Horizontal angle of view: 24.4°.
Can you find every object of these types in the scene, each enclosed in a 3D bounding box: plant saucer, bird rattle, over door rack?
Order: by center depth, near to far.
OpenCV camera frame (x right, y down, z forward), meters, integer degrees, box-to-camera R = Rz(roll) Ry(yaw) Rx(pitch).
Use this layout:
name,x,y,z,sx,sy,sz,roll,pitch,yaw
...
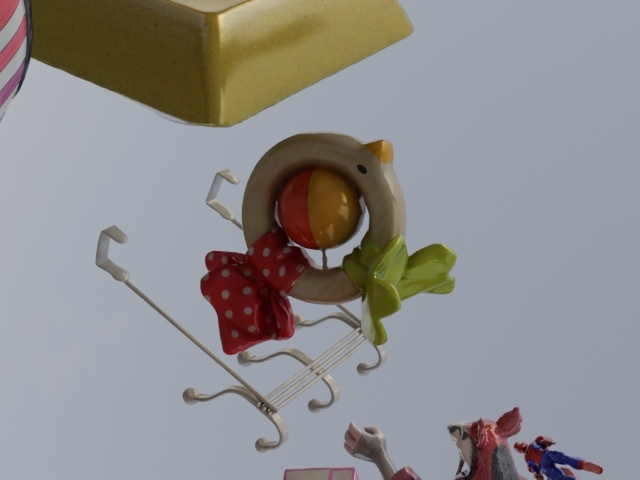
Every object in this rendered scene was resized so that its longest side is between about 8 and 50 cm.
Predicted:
name,x,y,z,sx,sy,sz,roll,pitch,yaw
bird rattle,0.000,0.000,1.400,0.254,0.143,0.206,1,-84,33
plant saucer,-0.125,-0.239,1.410,0.333,0.333,0.081,24,-56,26
over door rack,-0.101,0.088,1.810,0.324,0.239,0.108,48,-49,8

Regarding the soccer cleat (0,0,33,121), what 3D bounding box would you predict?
name,x,y,z,sx,sy,sz,roll,pitch,yaw
soccer cleat,-0.263,-0.063,0.940,0.116,0.109,0.318,-80,-166,-53

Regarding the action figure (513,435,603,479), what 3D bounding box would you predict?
name,x,y,z,sx,sy,sz,roll,pitch,yaw
action figure,0.193,0.186,1.242,0.115,0.030,0.038,-163,-93,-70

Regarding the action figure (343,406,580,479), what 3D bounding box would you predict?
name,x,y,z,sx,sy,sz,roll,pitch,yaw
action figure,0.156,0.332,1.535,0.275,0.248,0.370,-96,-175,-53

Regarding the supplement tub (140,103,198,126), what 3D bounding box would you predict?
name,x,y,z,sx,sy,sz,roll,pitch,yaw
supplement tub,-0.182,-0.275,1.800,0.235,0.325,0.235,-1,-95,12

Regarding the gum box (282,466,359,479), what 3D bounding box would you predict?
name,x,y,z,sx,sy,sz,roll,pitch,yaw
gum box,0.000,0.287,1.173,0.062,0.107,0.188,-4,-136,13
